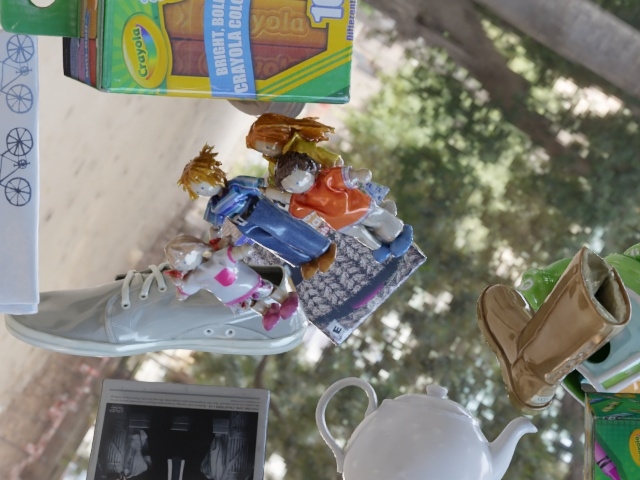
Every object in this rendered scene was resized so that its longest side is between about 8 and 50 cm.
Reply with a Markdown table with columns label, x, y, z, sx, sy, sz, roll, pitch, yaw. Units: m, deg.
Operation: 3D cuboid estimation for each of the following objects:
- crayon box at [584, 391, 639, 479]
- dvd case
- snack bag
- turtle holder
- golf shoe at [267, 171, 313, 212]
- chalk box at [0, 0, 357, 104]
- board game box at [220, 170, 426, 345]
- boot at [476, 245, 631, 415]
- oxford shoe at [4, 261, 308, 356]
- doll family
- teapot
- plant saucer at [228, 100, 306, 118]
| label | x | y | z | sx | sy | sz | roll | pitch | yaw |
| --- | --- | --- | --- | --- | --- | --- | --- | --- | --- |
| crayon box | 0.364 | 0.280 | 1.423 | 0.278 | 0.081 | 0.165 | 8 | 82 | -79 |
| dvd case | -0.148 | 0.254 | 1.185 | 0.029 | 0.179 | 0.238 | 96 | -3 | -53 |
| snack bag | -0.483 | -0.079 | 1.309 | 0.037 | 0.343 | 0.322 | -120 | -148 | -86 |
| turtle holder | 0.475 | 0.139 | 1.913 | 0.227 | 0.320 | 0.243 | -38 | 171 | -13 |
| golf shoe | -0.027 | -0.063 | 1.581 | 0.094 | 0.077 | 0.198 | -56 | 165 | 17 |
| chalk box | -0.131 | -0.220 | 1.033 | 0.179 | 0.289 | 0.180 | -152 | -117 | -64 |
| board game box | 0.000 | 0.000 | 2.110 | 0.232 | 0.291 | 0.141 | -46 | -156 | 5 |
| boot | 0.335 | 0.097 | 1.701 | 0.269 | 0.089 | 0.236 | 114 | -35 | -49 |
| oxford shoe | -0.242 | 0.090 | 1.755 | 0.169 | 0.450 | 0.130 | -98 | -171 | -62 |
| doll family | -0.042 | -0.033 | 1.085 | 0.263 | 0.163 | 0.118 | -33 | -148 | 40 |
| teapot | 0.157 | 0.318 | 1.847 | 0.253 | 0.256 | 0.187 | -5 | -111 | 55 |
| plant saucer | -0.102 | -0.269 | 1.438 | 0.041 | 0.277 | 0.278 | -25 | 168 | -25 |
